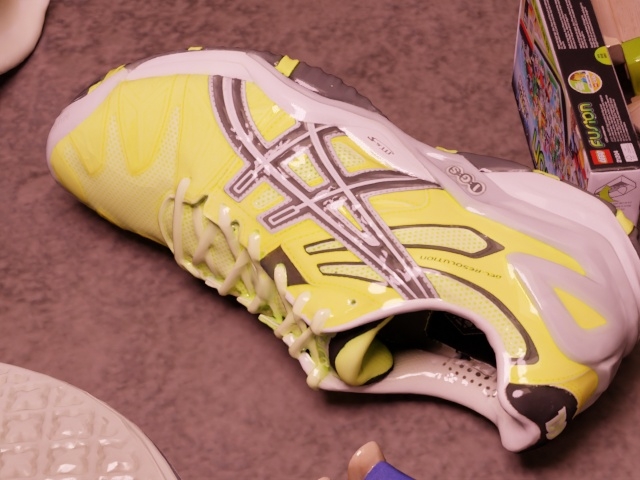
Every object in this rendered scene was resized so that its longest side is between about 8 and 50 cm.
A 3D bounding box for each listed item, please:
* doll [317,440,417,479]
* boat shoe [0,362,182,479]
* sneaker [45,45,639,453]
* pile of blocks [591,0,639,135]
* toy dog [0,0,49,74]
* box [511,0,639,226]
[{"bbox_3d":[0.078,0.182,1.007,0.129,0.046,0.189,-33,55,-27],"label":"doll"},{"bbox_3d":[-0.085,0.225,0.892,0.187,0.156,0.500,-36,50,-27],"label":"boat shoe"},{"bbox_3d":[0.000,0.000,1.115,0.384,0.145,0.147,18,48,17],"label":"sneaker"},{"bbox_3d":[0.294,-0.061,1.215,0.149,0.112,0.362,-35,50,-7],"label":"pile of blocks"},{"bbox_3d":[-0.427,-0.208,1.225,0.408,0.284,0.395,5,37,15],"label":"toy dog"},{"bbox_3d":[0.163,-0.076,1.211,0.036,0.114,0.207,-4,46,-5],"label":"box"}]
